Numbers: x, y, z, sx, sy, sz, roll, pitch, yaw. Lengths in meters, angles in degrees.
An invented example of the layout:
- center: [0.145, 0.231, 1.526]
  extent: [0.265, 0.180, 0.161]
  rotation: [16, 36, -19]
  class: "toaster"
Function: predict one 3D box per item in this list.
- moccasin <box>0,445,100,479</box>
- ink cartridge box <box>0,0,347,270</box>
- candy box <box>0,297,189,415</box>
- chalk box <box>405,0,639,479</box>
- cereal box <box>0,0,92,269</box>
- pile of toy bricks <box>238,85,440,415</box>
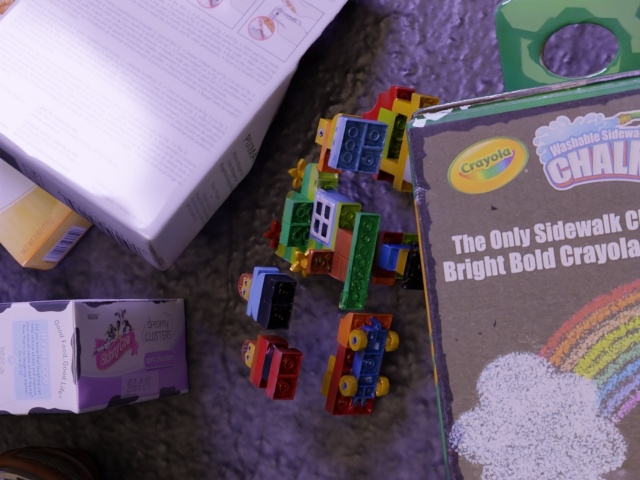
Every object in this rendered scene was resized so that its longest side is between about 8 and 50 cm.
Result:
- center: [-0.264, 0.310, 0.937]
  extent: [0.139, 0.147, 0.380]
  rotation: [24, 91, 4]
  class: "moccasin"
- center: [-0.107, -0.123, 0.908]
  extent: [0.189, 0.066, 0.232]
  rotation: [34, 71, 16]
  class: "ink cartridge box"
- center: [-0.208, 0.077, 0.905]
  extent: [0.196, 0.165, 0.070]
  rotation: [-4, 86, 19]
  class: "candy box"
- center: [0.162, 0.001, 0.781]
  extent: [0.180, 0.179, 0.289]
  rotation: [-7, 84, 19]
  class: "chalk box"
- center: [-0.223, -0.121, 0.981]
  extent: [0.240, 0.047, 0.173]
  rotation: [44, 99, 15]
  class: "cereal box"
- center: [0.000, 0.000, 0.886]
  extent: [0.105, 0.118, 0.212]
  rotation: [30, 112, 56]
  class: "pile of toy bricks"
